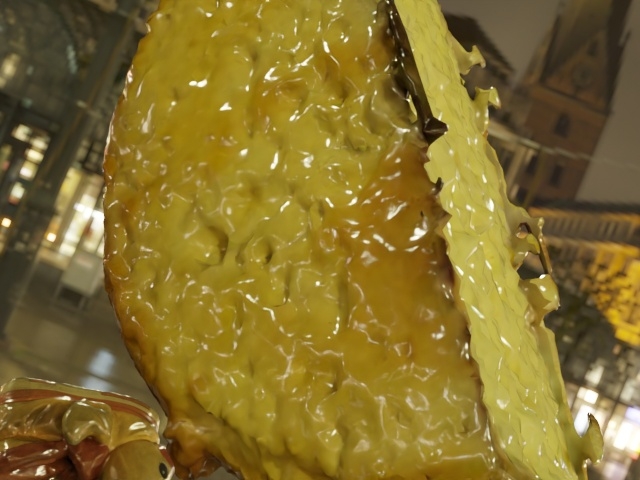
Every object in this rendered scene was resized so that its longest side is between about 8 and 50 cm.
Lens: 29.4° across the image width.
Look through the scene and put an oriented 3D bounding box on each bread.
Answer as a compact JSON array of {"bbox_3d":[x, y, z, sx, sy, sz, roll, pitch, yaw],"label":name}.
[{"bbox_3d":[0.002,0.005,0.429,0.147,0.260,0.160,-20,-26,17],"label":"bread"}]

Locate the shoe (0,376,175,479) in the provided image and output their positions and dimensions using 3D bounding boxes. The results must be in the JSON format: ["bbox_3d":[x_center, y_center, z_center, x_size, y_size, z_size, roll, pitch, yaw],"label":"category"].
[{"bbox_3d":[-0.143,0.126,0.714,0.109,0.072,0.069,35,33,-24],"label":"shoe"}]
